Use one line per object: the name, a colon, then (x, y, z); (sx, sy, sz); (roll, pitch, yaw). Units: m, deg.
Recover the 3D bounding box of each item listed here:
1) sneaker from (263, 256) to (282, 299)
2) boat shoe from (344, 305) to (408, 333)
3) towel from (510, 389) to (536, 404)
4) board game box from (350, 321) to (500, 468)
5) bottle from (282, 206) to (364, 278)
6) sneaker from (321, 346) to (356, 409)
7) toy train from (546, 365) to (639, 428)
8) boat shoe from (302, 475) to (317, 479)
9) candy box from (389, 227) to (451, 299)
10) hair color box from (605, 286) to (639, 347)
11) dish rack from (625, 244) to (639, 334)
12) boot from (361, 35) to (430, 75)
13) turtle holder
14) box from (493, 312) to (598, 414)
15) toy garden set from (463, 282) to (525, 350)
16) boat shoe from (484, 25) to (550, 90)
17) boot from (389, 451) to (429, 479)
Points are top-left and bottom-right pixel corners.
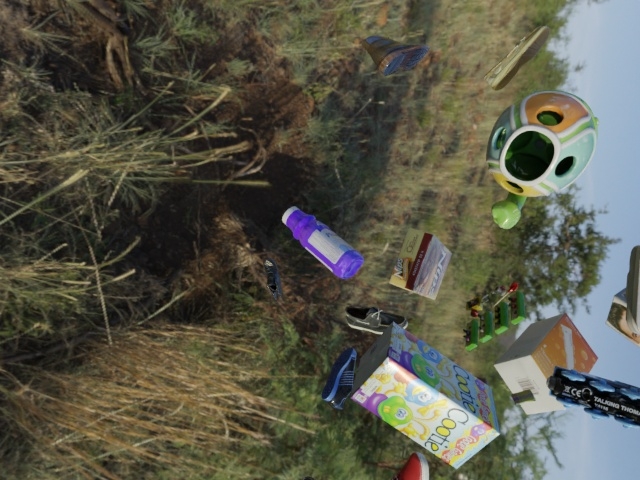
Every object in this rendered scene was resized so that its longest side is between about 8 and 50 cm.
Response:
sneaker: (-0.202, 0.161, 1.810); (0.089, 0.051, 0.170); (-82, 155, -62)
boat shoe: (0.197, 0.281, 1.547); (0.084, 0.233, 0.079); (-51, 135, -46)
towel: (0.598, 0.462, 1.264); (0.083, 0.060, 0.009); (-1, 71, -76)
board game box: (0.227, 0.336, 0.945); (0.144, 0.275, 0.142); (-56, -179, 25)
bottle: (0.000, 0.000, 1.315); (0.092, 0.283, 0.118); (-56, 155, 13)
sneaker: (0.089, 0.520, 1.619); (0.090, 0.081, 0.232); (45, 56, -18)
toy train: (0.549, 0.305, 0.842); (0.105, 0.184, 0.080); (12, 89, -55)
boat shoe: (-0.009, 0.811, 1.367); (0.056, 0.152, 0.049); (-48, 136, -15)
candy box: (0.336, 0.085, 1.406); (0.316, 0.088, 0.182); (24, 87, -61)
hair color box: (1.236, 0.337, 1.519); (0.114, 0.374, 0.185); (-28, 131, -11)
dish rack: (0.997, 0.161, 1.221); (0.072, 0.333, 0.285); (161, -57, -70)
boot: (0.209, -0.525, 1.167); (0.219, 0.106, 0.082); (-32, 166, -39)
turtle holder: (0.510, -0.209, 1.063); (0.227, 0.243, 0.320); (-34, 172, -49)
box: (0.858, 0.459, 1.625); (0.346, 0.168, 0.214); (-25, 79, -38)
toy garden set: (0.566, 0.229, 1.434); (0.244, 0.049, 0.203); (-51, -171, 42)
boat shoe: (0.423, -0.401, 0.931); (0.056, 0.048, 0.153); (-11, 150, -38)
boot: (0.221, 0.756, 1.313); (0.088, 0.177, 0.244); (-126, -131, -66)
